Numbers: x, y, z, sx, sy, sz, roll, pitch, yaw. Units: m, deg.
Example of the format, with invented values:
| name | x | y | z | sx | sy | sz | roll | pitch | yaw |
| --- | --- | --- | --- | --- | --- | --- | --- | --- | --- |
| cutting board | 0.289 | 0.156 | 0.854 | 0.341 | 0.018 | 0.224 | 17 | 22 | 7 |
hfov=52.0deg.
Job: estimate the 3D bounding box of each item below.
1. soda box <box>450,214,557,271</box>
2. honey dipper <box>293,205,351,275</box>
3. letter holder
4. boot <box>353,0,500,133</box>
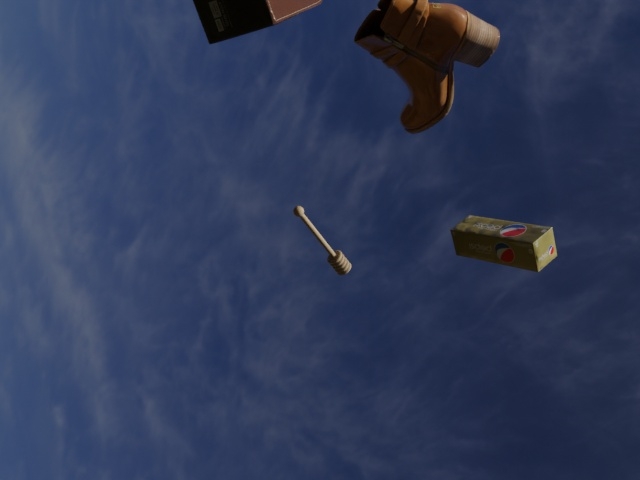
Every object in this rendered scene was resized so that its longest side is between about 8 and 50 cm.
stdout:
| name | x | y | z | sx | sy | sz | roll | pitch | yaw |
| --- | --- | --- | --- | --- | --- | --- | --- | --- | --- |
| soda box | 0.323 | 0.003 | 1.172 | 0.181 | 0.061 | 0.058 | 12 | -52 | 51 |
| honey dipper | 0.000 | 0.000 | 1.122 | 0.030 | 0.161 | 0.030 | -26 | -144 | 21 |
| letter holder | -0.137 | -0.536 | 1.159 | 0.152 | 0.214 | 0.302 | -4 | -63 | 33 |
| boot | 0.158 | -0.318 | 1.194 | 0.283 | 0.220 | 0.109 | 136 | -39 | -54 |
